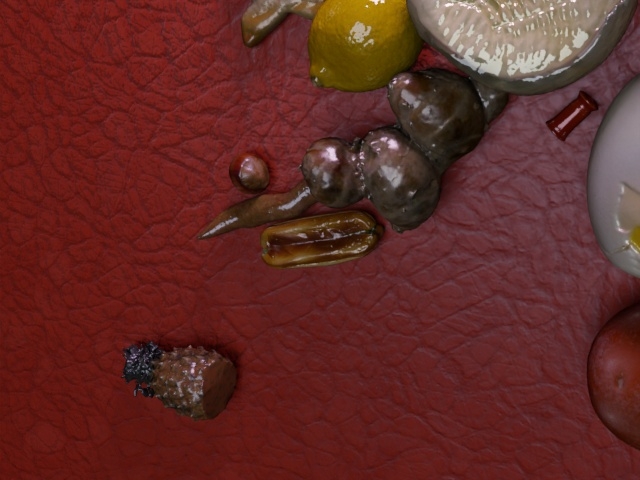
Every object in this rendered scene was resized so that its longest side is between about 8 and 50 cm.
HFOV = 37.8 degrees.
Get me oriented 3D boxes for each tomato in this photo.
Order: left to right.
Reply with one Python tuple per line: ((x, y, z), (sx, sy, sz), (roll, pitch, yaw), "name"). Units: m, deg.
((0.561, 0.222, 1.540), (0.265, 0.265, 0.264), (6, 107, 20), "tomato")

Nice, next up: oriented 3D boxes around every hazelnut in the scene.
((-0.143, -0.129, 1.822), (0.086, 0.086, 0.086), (6, 107, 20), "hazelnut")

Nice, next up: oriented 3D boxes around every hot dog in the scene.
((0.000, 0.000, 1.805), (0.250, 0.068, 0.100), (-8, 92, 21), "hot dog")

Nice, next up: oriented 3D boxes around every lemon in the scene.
((0.078, -0.352, 1.605), (0.244, 0.187, 0.187), (-40, 88, 11), "lemon")

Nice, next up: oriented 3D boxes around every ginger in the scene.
((0.161, -0.169, 1.621), (0.375, 0.176, 0.256), (-42, 118, 16), "ginger")

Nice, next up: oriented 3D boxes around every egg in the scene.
((0.552, -0.099, 1.437), (0.283, 0.283, 0.344), (-2, 96, 22), "egg")

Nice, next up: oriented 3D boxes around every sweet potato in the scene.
((-0.115, -0.058, 1.836), (0.281, 0.067, 0.059), (-18, 141, 26), "sweet potato")

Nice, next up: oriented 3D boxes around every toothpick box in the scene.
((0.428, -0.212, 1.583), (0.047, 0.047, 0.083), (47, 116, 3), "toothpick box")

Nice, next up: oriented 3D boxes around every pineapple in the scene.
((-0.321, 0.278, 1.986), (0.279, 0.158, 0.157), (15, 110, 30), "pineapple")

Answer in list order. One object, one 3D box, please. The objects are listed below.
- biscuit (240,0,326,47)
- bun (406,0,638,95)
((-0.064, -0.452, 1.710), (0.208, 0.047, 0.164), (-7, 101, 23), "biscuit")
((0.325, -0.403, 1.480), (0.365, 0.202, 0.364), (0, 91, 23), "bun")
